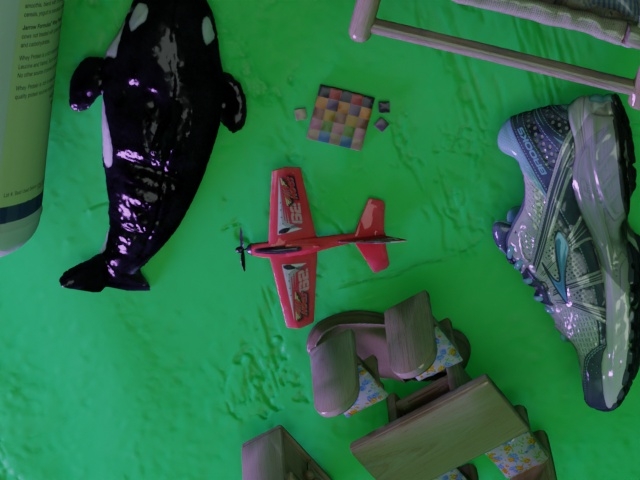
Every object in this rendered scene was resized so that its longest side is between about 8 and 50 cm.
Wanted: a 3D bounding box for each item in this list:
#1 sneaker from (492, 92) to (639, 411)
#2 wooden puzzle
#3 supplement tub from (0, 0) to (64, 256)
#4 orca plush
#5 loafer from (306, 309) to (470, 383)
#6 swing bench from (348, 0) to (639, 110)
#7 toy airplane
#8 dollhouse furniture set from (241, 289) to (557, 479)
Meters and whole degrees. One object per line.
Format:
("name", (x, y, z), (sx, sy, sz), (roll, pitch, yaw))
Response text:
("sneaker", (0.218, 0.012, 1.684), (0.122, 0.110, 0.283), (-3, 104, 19))
("wooden puzzle", (0.018, -0.107, 1.683), (0.083, 0.006, 0.049), (14, 105, -4))
("supplement tub", (-0.325, -0.163, 1.546), (0.235, 0.235, 0.324), (8, 106, -3))
("orca plush", (-0.156, -0.080, 1.640), (0.151, 0.102, 0.287), (27, 104, -8))
("loafer", (0.061, 0.096, 1.719), (0.148, 0.050, 0.056), (2, 106, -1))
("swing bench", (0.176, -0.265, 1.500), (0.253, 0.165, 0.254), (13, 143, -2))
("toy airplane", (0.000, 0.000, 1.702), (0.151, 0.028, 0.151), (0, 107, -1))
("dollhouse furniture set", (0.060, 0.207, 1.662), (0.242, 0.161, 0.212), (-29, 124, 17))
